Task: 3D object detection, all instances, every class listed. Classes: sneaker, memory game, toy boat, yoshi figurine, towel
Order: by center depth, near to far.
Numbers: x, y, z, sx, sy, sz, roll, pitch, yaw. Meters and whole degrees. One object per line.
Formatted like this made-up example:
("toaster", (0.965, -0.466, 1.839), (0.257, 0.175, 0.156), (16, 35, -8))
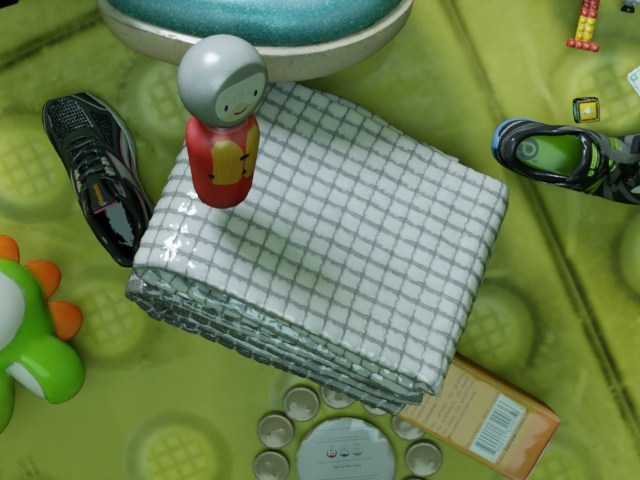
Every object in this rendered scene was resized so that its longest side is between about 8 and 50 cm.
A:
("toy boat", (-0.059, -0.180, 1.174), (0.267, 0.318, 0.148), (5, 138, 2))
("towel", (0.000, 0.000, 1.254), (0.283, 0.121, 0.235), (24, 59, -4))
("sneaker", (0.245, -0.066, 1.296), (0.188, 0.078, 0.067), (10, 104, 0))
("yoshi figurine", (-0.390, 0.061, 1.318), (0.362, 0.203, 0.203), (39, 118, -8))
("sneaker", (-0.195, -0.054, 1.326), (0.072, 0.077, 0.178), (-30, 99, 8))
("memory game", (0.026, 0.215, 1.409), (0.186, 0.012, 0.186), (1, 103, 3))

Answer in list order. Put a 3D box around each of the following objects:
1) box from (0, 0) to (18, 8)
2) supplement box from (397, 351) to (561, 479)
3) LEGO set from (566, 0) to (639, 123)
("box", (-0.270, -0.307, 1.146), (0.079, 0.322, 0.257), (22, 104, -3))
("supplement box", (0.101, 0.134, 1.346), (0.233, 0.078, 0.080), (32, 92, -3))
("LEGO set", (0.299, -0.210, 1.269), (0.244, 0.060, 0.182), (-36, 99, 7))
